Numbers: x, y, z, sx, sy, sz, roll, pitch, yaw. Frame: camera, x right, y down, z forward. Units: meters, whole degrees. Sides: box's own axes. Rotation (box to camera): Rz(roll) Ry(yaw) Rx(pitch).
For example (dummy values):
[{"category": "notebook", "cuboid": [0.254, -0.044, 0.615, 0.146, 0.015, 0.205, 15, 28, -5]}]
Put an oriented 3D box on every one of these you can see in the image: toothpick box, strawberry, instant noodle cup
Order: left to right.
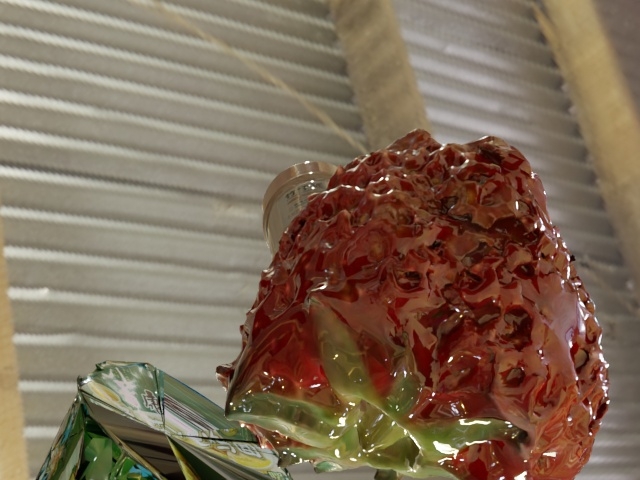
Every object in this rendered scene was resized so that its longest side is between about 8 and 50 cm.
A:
[{"category": "instant noodle cup", "cuboid": [-0.158, 0.244, 1.028, 0.240, 0.178, 0.240, 32, -170, -6]}, {"category": "toothpick box", "cuboid": [0.000, 0.000, 1.023, 0.098, 0.098, 0.149, 35, -164, -19]}, {"category": "strawberry", "cuboid": [0.056, 0.036, 0.589, 0.184, 0.187, 0.201, 34, -121, -29]}]
